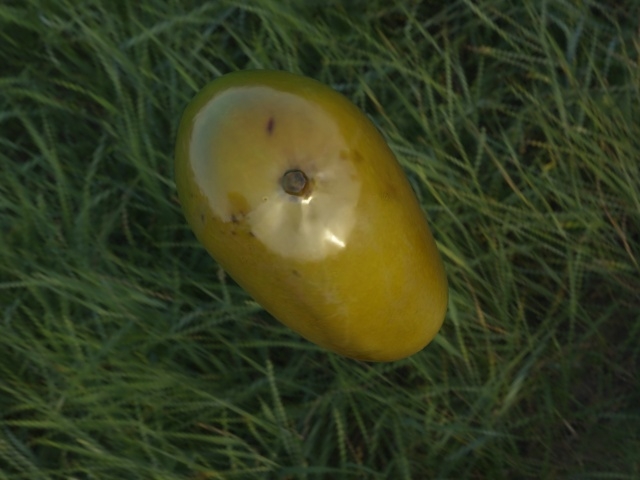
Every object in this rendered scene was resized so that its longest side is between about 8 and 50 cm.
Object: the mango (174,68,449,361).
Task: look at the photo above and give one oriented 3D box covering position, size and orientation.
[{"bbox_3d":[0.000,0.000,0.733,0.114,0.251,0.156,-45,53,-12],"label":"mango"}]
